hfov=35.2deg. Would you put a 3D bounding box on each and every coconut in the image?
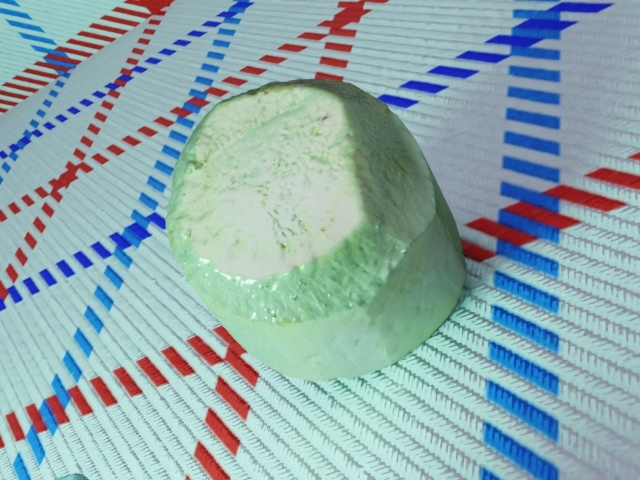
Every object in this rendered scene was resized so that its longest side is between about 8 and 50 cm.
[{"bbox_3d":[0.000,0.000,0.890,0.239,0.244,0.239,-8,64,16],"label":"coconut"}]

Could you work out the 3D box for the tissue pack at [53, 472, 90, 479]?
[{"bbox_3d":[-0.073,0.264,0.567,0.089,0.263,0.177,-39,28,-2],"label":"tissue pack"}]
